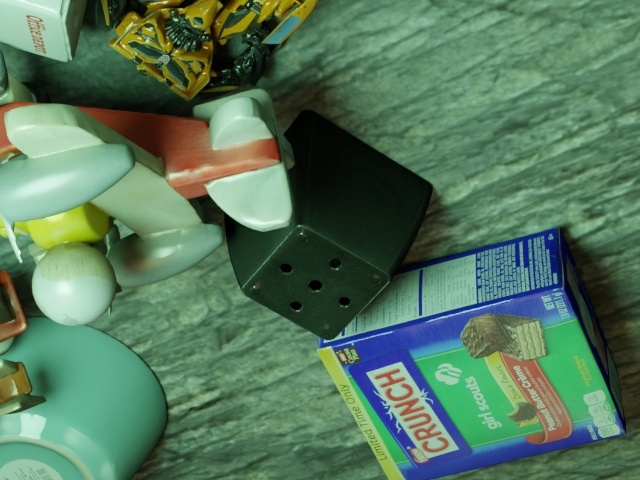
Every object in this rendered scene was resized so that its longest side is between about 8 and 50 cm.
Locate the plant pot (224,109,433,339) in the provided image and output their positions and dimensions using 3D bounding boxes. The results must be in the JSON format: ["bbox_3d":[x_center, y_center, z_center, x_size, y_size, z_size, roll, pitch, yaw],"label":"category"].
[{"bbox_3d":[0.000,0.000,1.558,0.187,0.167,0.188,31,126,-17],"label":"plant pot"}]

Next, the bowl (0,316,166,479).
[{"bbox_3d":[-0.372,0.270,1.809,0.312,0.163,0.311,2,126,3],"label":"bowl"}]

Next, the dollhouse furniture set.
[{"bbox_3d":[-0.387,0.079,1.640,0.259,0.135,0.262,-22,83,7],"label":"dollhouse furniture set"}]

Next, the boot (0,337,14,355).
[{"bbox_3d":[-0.506,0.146,1.773,0.244,0.088,0.176,11,130,14],"label":"boot"}]

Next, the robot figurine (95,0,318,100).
[{"bbox_3d":[-0.110,-0.263,1.411,0.211,0.085,0.291,35,124,-19],"label":"robot figurine"}]

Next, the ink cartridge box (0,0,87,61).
[{"bbox_3d":[-0.370,-0.287,1.338,0.278,0.117,0.201,15,173,-7],"label":"ink cartridge box"}]

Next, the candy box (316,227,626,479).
[{"bbox_3d":[0.189,0.153,1.688,0.317,0.122,0.268,-16,126,19],"label":"candy box"}]

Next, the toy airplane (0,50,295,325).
[{"bbox_3d":[-0.211,-0.041,1.401,0.386,0.272,0.384,18,166,-32],"label":"toy airplane"}]
